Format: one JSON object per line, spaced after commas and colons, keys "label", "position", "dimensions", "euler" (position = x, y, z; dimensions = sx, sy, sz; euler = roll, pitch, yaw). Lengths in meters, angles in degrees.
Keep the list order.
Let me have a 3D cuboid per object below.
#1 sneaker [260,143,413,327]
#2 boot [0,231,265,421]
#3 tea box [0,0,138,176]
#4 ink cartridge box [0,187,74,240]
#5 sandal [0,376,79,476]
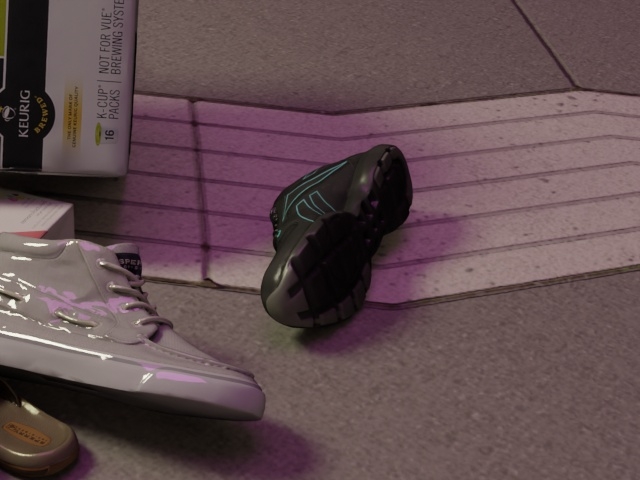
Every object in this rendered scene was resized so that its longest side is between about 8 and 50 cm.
{"label": "sneaker", "position": [0.000, 0.000, 1.116], "dimensions": [0.106, 0.101, 0.267], "euler": [-5, 26, 29]}
{"label": "boot", "position": [-0.156, 0.060, 0.928], "dimensions": [0.258, 0.095, 0.123], "euler": [11, 73, 11]}
{"label": "tea box", "position": [-0.335, -0.232, 1.130], "dimensions": [0.324, 0.328, 0.220], "euler": [4, 4, -10]}
{"label": "ink cartridge box", "position": [-0.336, -0.001, 1.071], "dimensions": [0.198, 0.067, 0.115], "euler": [12, 32, 12]}
{"label": "sandal", "position": [-0.262, 0.124, 0.897], "dimensions": [0.180, 0.049, 0.072], "euler": [17, 34, 19]}
